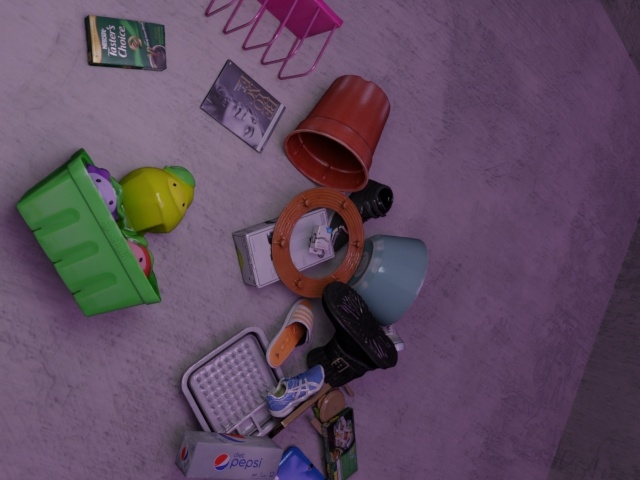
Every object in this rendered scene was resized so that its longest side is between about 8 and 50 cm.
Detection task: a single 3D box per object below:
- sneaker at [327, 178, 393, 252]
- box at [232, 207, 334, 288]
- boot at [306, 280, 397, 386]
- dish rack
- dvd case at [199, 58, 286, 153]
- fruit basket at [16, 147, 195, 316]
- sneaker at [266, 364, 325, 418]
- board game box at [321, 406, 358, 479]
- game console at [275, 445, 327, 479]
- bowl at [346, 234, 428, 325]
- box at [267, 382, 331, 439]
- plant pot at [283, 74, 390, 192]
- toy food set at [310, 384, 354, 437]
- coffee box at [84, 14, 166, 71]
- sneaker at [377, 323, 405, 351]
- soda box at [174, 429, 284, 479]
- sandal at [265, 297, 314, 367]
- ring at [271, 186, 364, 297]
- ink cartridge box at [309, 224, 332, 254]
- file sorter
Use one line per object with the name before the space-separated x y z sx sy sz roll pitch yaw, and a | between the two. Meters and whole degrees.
sneaker | 0.127 -0.080 1.767 0.104 0.147 0.295 44 71 -34
box | -0.107 0.014 1.640 0.290 0.087 0.169 -23 109 -33
boot | 0.048 0.307 1.710 0.348 0.260 0.131 55 36 -13
dish rack | -0.245 0.439 1.601 0.285 0.072 0.332 -33 114 -28
dvd case | -0.215 -0.378 1.552 0.221 0.018 0.164 35 75 -35
fruit basket | -0.449 -0.054 1.285 0.392 0.283 0.392 -6 107 -20
sneaker | -0.071 0.440 1.638 0.211 0.080 0.081 -36 116 -29
board game box | 0.069 0.715 1.874 0.136 0.030 0.259 -22 114 -44
game console | -0.123 0.862 1.776 0.293 0.173 0.250 -41 87 -26
bowl | 0.193 0.105 1.774 0.163 0.311 0.311 25 80 -18
box | -0.067 0.533 1.697 0.201 0.164 0.021 -32 75 -35
plant pot | 0.070 -0.331 1.636 0.272 0.272 0.265 44 62 -32
toy food set | 0.034 0.562 1.853 0.192 0.038 0.132 -49 130 -27
coffee box | -0.471 -0.478 1.331 0.184 0.040 0.113 -6 100 -36
sneaker | 0.224 0.324 1.855 0.094 0.258 0.091 -11 90 -4
soda box | -0.249 0.600 1.518 0.286 0.091 0.098 20 85 -36
sandal | -0.070 0.287 1.668 0.265 0.076 0.102 -56 130 -43
ring | 0.005 0.008 1.638 0.337 0.032 0.336 -7 102 -33
ink cartridge box | 0.000 0.000 1.596 0.048 0.028 0.083 12 91 -35
file sorter | -0.132 -0.595 1.472 0.291 0.202 0.182 33 78 -35
